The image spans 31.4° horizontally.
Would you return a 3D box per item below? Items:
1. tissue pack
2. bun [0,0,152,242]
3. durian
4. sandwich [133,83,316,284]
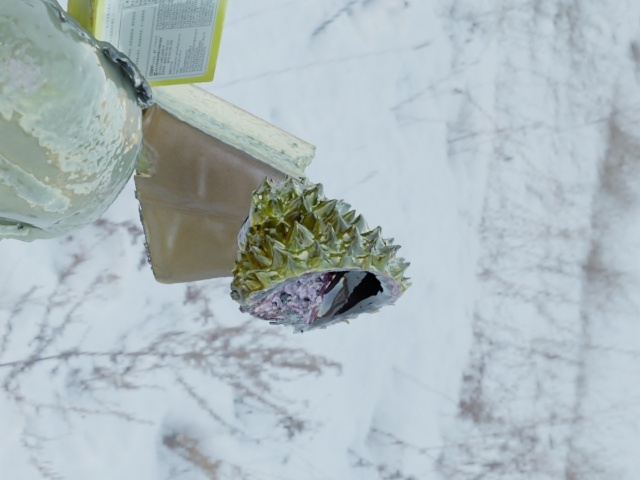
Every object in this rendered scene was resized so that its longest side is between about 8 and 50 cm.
[{"bbox_3d":[-0.111,-0.187,0.750,0.095,0.176,0.062,-10,50,-26],"label":"tissue pack"},{"bbox_3d":[-0.225,-0.083,0.662,0.239,0.239,0.141,38,67,-43],"label":"bun"},{"bbox_3d":[-0.002,-0.003,0.826,0.187,0.119,0.108,40,34,-70],"label":"durian"},{"bbox_3d":[-0.097,-0.076,1.188,0.108,0.186,0.220,-91,173,-61],"label":"sandwich"}]
